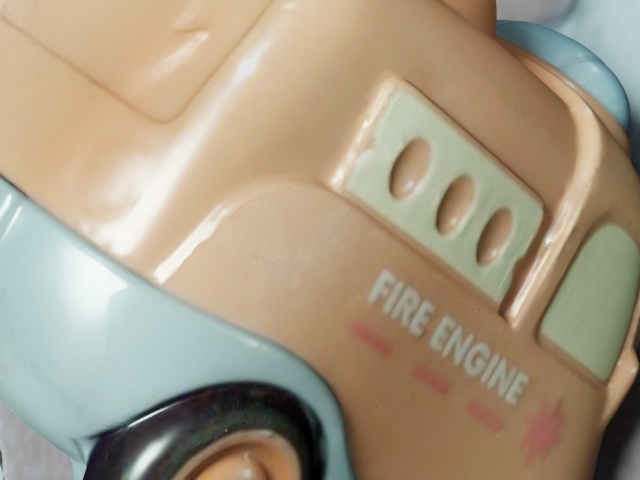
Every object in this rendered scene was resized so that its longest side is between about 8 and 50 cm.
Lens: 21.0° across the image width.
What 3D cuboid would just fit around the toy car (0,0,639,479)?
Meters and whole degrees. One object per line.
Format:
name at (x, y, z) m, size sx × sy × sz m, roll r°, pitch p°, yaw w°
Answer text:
toy car at (0.000, 0.000, 0.556) m, size 0.180 × 0.270 × 0.212 m, roll 35°, pitch 89°, yaw 43°
